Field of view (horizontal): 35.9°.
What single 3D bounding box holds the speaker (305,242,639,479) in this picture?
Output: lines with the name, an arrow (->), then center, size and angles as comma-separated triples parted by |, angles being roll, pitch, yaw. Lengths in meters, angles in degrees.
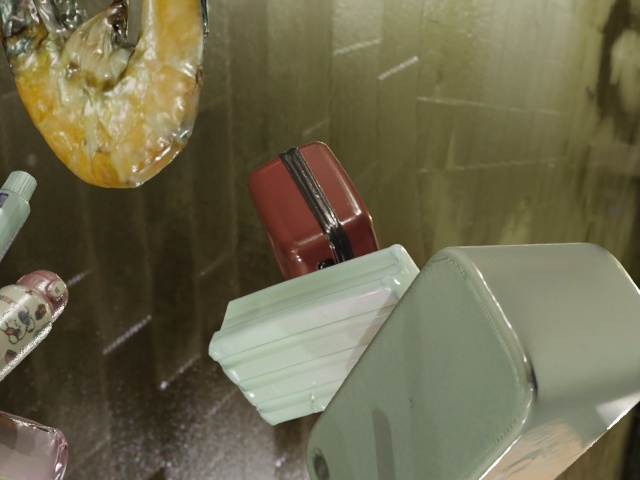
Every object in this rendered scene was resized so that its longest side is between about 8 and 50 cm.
speaker -> 0.147, 0.170, 0.970 | 0.184, 0.183, 0.406 | -6, 144, -29

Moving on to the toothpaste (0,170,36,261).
toothpaste -> -0.380, 0.046, 1.059 | 0.048, 0.075, 0.297 | 34, 53, -22

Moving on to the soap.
soap -> 0.012, 0.127, 1.291 | 0.173, 0.289, 0.095 | 54, 31, -28

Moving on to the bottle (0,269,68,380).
bottle -> -0.534, 0.144, 1.703 | 0.253, 0.120, 0.120 | -53, 147, -47

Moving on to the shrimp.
shrimp -> -0.251, -0.266, 1.005 | 0.272, 0.445, 0.085 | -41, 161, 33

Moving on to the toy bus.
toy bus -> -0.662, 0.391, 1.857 | 0.162, 0.386, 0.171 | -35, -143, 60

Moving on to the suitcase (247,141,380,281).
suitcase -> 0.000, 0.000, 1.693 | 0.161, 0.236, 0.297 | -26, 146, -7
